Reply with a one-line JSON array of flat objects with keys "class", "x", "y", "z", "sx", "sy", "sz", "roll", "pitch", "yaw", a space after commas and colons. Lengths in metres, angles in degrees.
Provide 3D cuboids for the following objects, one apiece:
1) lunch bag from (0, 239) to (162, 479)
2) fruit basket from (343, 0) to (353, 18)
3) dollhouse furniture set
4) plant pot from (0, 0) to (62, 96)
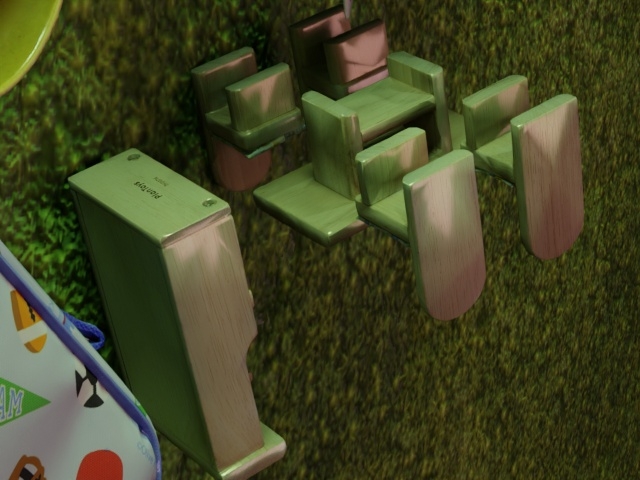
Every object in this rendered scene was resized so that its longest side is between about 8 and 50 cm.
[{"class": "lunch bag", "x": -0.186, "y": 0.104, "z": 0.626, "sx": 0.243, "sy": 0.115, "sz": 0.303, "roll": -68, "pitch": 151, "yaw": -28}, {"class": "fruit basket", "x": 0.049, "y": -0.356, "z": 0.872, "sx": 0.353, "sy": 0.165, "sz": 0.327, "roll": -66, "pitch": 161, "yaw": -45}, {"class": "dollhouse furniture set", "x": 0.000, "y": 0.000, "z": 0.864, "sx": 0.242, "sy": 0.212, "sz": 0.161, "roll": -28, "pitch": 126, "yaw": -26}, {"class": "plant pot", "x": -0.175, "y": -0.121, "z": 0.585, "sx": 0.134, "sy": 0.095, "sz": 0.134, "roll": -32, "pitch": 126, "yaw": -58}]
